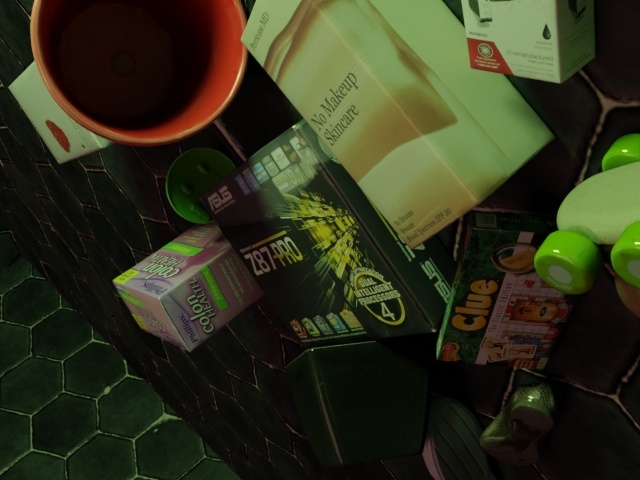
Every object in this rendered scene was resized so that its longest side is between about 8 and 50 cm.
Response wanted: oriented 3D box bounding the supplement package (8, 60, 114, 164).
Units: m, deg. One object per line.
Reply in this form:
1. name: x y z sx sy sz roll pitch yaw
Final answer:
1. supplement package: -0.409 -0.263 1.307 0.293 0.175 0.178 -1 123 58

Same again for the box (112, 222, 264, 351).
1. box: -0.215 0.066 1.330 0.213 0.243 0.117 9 131 54

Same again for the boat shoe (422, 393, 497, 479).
1. boat shoe: 0.214 0.362 1.176 0.094 0.109 0.302 13 137 53

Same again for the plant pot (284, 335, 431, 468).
1. plant pot: 0.064 0.250 1.102 0.188 0.187 0.167 125 138 -66

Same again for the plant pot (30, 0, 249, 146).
1. plant pot: -0.263 -0.262 1.018 0.275 0.275 0.243 61 162 -16

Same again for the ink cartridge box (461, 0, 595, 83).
1. ink cartridge box: 0.170 -0.210 0.608 0.099 0.056 0.135 24 142 44

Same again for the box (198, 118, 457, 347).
1. box: 0.000 0.000 1.079 0.318 0.097 0.395 58 152 -7

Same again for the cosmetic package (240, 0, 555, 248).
1. cosmetic package: 0.070 -0.157 0.746 0.296 0.129 0.153 51 154 4

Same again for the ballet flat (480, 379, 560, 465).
1. ballet flat: 0.278 0.252 1.010 0.084 0.058 0.250 19 149 13

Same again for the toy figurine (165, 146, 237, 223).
1. toy figurine: -0.210 -0.088 1.313 0.173 0.130 0.159 40 171 -21

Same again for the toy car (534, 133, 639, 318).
1. toy car: 0.298 0.023 0.601 0.188 0.155 0.149 50 155 -17

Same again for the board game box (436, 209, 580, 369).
1. board game box: 0.214 0.065 0.820 0.136 0.030 0.260 6 141 5
